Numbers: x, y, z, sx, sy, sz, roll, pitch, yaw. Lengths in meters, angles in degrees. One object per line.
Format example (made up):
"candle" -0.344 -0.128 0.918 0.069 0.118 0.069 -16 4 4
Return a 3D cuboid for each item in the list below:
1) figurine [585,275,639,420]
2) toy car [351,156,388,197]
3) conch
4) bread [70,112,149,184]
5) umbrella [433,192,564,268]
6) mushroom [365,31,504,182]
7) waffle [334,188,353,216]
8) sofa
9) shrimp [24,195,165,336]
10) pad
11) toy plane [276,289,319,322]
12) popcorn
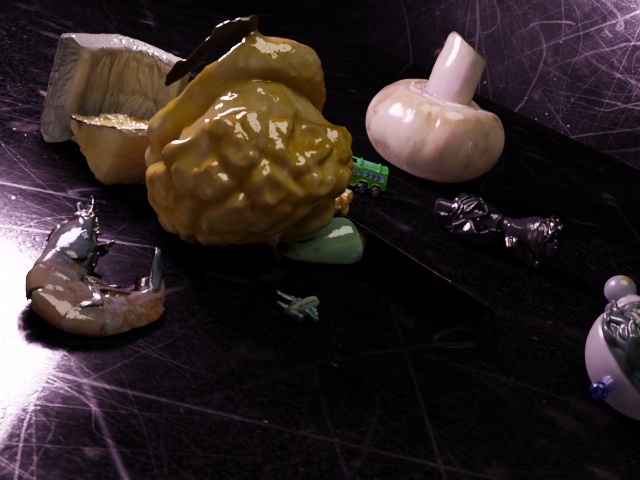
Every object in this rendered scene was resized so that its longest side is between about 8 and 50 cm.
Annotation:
"figurine" 0.540 0.176 1.387 0.261 0.186 0.382 42 23 24
"toy car" 0.071 -0.149 1.928 0.165 0.062 0.071 18 22 -3
"conch" 0.000 0.000 1.505 0.170 0.079 0.106 -2 14 -29
"bread" -0.294 -0.171 1.582 0.266 0.141 0.178 -10 4 -44
"umbrella" 0.367 -0.028 1.839 0.273 0.122 0.110 20 -22 13
"mushroom" 0.308 -0.294 2.198 0.325 0.353 0.353 53 25 0
"waffle" -0.057 -0.123 1.768 0.249 0.056 0.253 15 20 -9
"sofa" -0.387 -0.271 1.651 0.176 0.210 0.225 28 20 18
"shrimp" -0.286 0.035 1.179 0.178 0.075 0.289 23 19 -13
"pad" 0.150 0.023 1.551 0.300 0.005 0.202 34 2 34
"toy plane" -0.028 0.098 1.290 0.080 0.033 0.083 31 17 29
"popcorn" -0.119 -0.161 1.407 0.349 0.381 0.349 -6 12 1
